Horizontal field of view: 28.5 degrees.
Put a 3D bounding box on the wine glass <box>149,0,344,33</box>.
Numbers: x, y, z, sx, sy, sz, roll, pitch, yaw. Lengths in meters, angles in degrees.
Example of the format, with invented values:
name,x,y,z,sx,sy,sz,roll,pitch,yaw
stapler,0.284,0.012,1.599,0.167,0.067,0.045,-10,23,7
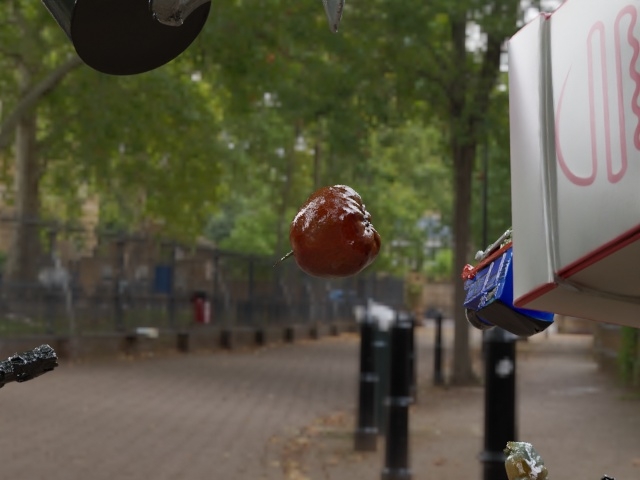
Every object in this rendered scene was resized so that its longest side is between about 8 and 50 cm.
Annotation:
name,x,y,z,sx,sy,sz,roll,pitch,yaw
wine glass,-0.068,-0.290,1.282,0.196,0.165,0.165,5,-3,-4

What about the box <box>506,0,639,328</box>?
name,x,y,z,sx,sy,sz,roll,pitch,yaw
box,0.388,-0.095,1.234,0.314,0.312,0.300,10,-22,-20

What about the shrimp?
name,x,y,z,sx,sy,sz,roll,pitch,yaw
shrimp,0.361,0.353,1.873,0.166,0.161,0.049,-14,-27,-26

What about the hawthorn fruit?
name,x,y,z,sx,sy,sz,roll,pitch,yaw
hawthorn fruit,0.011,-0.009,1.657,0.140,0.125,0.125,5,-3,-2

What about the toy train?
name,x,y,z,sx,sy,sz,roll,pitch,yaw
toy train,0.238,0.059,1.597,0.082,0.131,0.204,22,-19,-6

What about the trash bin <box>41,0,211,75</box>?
name,x,y,z,sx,sy,sz,roll,pitch,yaw
trash bin,-0.277,-0.367,1.506,0.214,0.214,0.334,4,40,-40

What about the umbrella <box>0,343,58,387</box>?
name,x,y,z,sx,sy,sz,roll,pitch,yaw
umbrella,-0.588,0.246,2.265,0.235,0.059,0.066,-19,-29,-21
